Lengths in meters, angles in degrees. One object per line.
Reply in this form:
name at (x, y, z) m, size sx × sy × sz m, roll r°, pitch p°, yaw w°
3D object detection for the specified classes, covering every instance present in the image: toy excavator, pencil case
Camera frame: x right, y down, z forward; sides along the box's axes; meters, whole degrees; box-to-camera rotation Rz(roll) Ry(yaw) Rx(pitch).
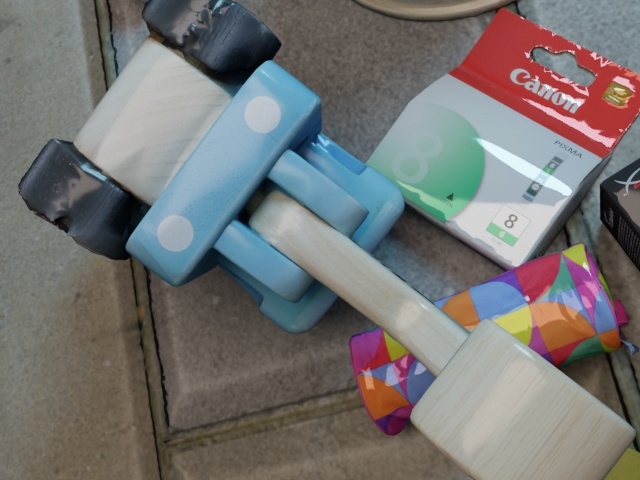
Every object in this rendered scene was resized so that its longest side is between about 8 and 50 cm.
toy excavator at (0.000, 0.000, 0.683) m, size 0.445 × 0.433 × 0.222 m, roll 36°, pitch 92°, yaw -2°
pencil case at (0.144, 0.087, 0.735) m, size 0.236 × 0.104 × 0.104 m, roll -22°, pitch 70°, yaw 13°

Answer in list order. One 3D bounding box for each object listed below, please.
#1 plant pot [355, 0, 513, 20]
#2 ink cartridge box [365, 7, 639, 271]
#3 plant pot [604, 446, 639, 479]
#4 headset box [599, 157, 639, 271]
plant pot at (0.092, -0.423, 0.775) m, size 0.334 × 0.305 × 0.333 m, roll -5°, pitch 74°, yaw 18°
ink cartridge box at (0.176, -0.103, 0.800) m, size 0.181 × 0.056 × 0.224 m, roll 35°, pitch 91°, yaw 23°
plant pot at (0.234, 0.202, 0.687) m, size 0.083 × 0.081 × 0.081 m, roll 20°, pitch 83°, yaw 10°
headset box at (0.393, 0.025, 0.658) m, size 0.218 × 0.110 × 0.293 m, roll -33°, pitch 68°, yaw 8°
